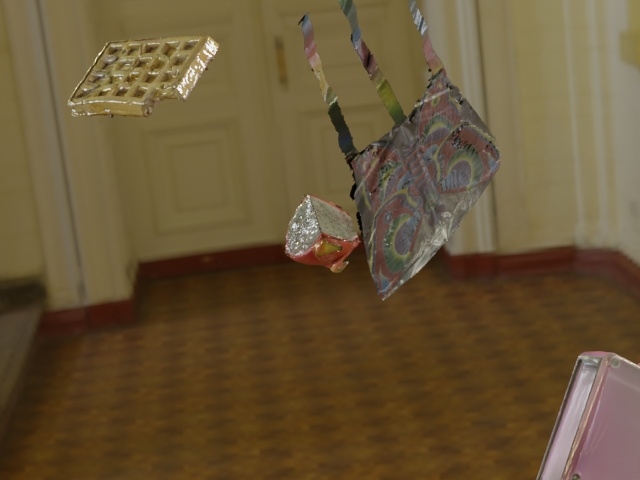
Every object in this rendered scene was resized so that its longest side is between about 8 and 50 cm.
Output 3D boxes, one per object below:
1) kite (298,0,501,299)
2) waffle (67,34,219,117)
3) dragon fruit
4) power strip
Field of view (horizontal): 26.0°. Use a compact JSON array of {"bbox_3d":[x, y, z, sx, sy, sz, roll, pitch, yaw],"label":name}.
[{"bbox_3d":[0.054,-0.088,0.960,0.015,0.285,0.152,28,66,35],"label":"kite"},{"bbox_3d":[-0.161,-0.147,1.251,0.135,0.021,0.092,4,53,39],"label":"waffle"},{"bbox_3d":[0.000,0.000,1.399,0.056,0.060,0.083,23,26,-32],"label":"dragon fruit"},{"bbox_3d":[0.210,0.221,1.070,0.109,0.279,0.037,26,-13,-23],"label":"power strip"}]
